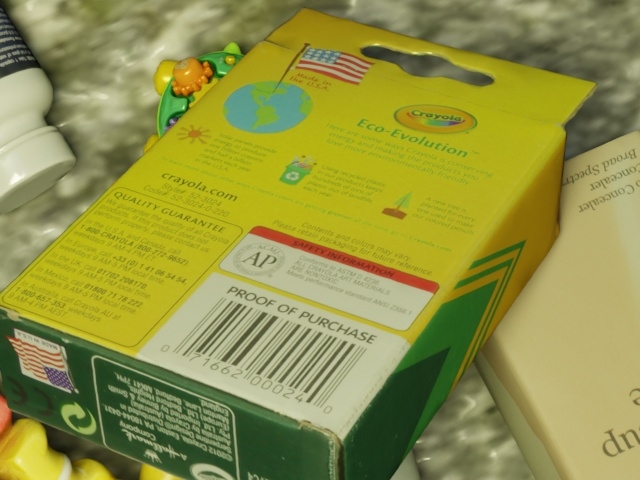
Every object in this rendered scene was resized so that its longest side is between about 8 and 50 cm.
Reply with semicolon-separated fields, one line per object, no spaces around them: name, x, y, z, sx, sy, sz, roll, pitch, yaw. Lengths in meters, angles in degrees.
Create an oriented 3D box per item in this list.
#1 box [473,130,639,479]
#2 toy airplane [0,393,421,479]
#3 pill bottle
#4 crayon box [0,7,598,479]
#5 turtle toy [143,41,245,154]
box;0.195;0.109;1.029;0.148;0.121;0.311;-25;62;-6
toy airplane;-0.082;0.220;0.969;0.384;0.272;0.386;-2;67;-24
pill bottle;-0.224;-0.102;1.096;0.094;0.094;0.169;-33;85;-8
crayon box;0.000;0.000;0.961;0.202;0.081;0.318;19;44;24
turtle toy;-0.063;-0.062;1.116;0.095;0.066;0.130;8;81;-3
